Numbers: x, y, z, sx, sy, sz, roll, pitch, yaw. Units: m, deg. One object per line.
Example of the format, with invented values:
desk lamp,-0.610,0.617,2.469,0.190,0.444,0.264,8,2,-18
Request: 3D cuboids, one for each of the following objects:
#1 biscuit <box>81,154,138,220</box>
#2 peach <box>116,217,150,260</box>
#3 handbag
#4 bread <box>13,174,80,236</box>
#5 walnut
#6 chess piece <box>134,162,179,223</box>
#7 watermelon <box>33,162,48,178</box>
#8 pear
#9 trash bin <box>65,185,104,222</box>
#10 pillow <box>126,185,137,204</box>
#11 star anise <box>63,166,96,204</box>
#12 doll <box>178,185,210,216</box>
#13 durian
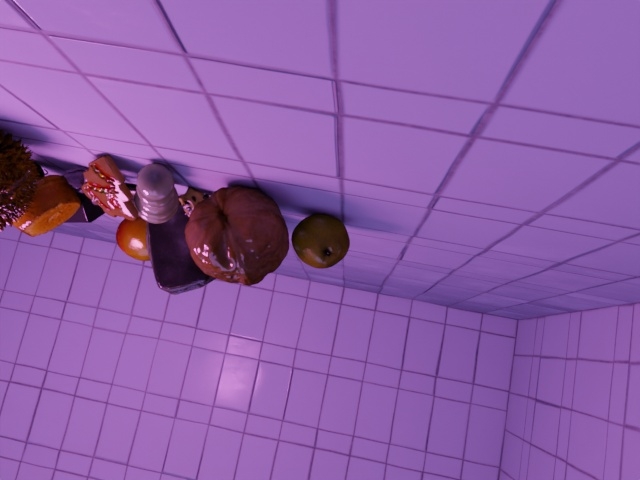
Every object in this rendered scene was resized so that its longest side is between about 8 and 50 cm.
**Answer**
biscuit,-0.651,-0.162,1.584,0.212,0.041,0.239,30,138,11
peach,-0.763,-0.024,2.253,0.230,0.231,0.231,11,169,2
handbag,-0.498,0.025,1.933,0.247,0.341,0.240,-11,174,4
bread,-0.940,-0.122,1.755,0.146,0.268,0.268,54,164,-3
walnut,-0.246,-0.007,1.606,0.305,0.306,0.344,9,166,12
chess piece,-0.498,-0.154,1.568,0.144,0.145,0.251,13,163,-12
watermelon,-1.001,-0.225,1.792,0.108,0.109,0.109,11,169,2
pear,0.001,-0.001,1.712,0.198,0.198,0.198,11,169,2
trash bin,-0.938,-0.140,1.973,0.225,0.115,0.165,5,-152,15
pillow,-0.676,-0.158,1.920,0.208,0.052,0.212,5,169,12
star anise,-0.741,-0.173,1.736,0.236,0.093,0.229,24,157,13
doll,-0.359,-0.066,1.762,0.117,0.086,0.291,-30,118,29
durian,-1.001,-0.174,1.463,0.384,0.348,0.347,18,172,19
